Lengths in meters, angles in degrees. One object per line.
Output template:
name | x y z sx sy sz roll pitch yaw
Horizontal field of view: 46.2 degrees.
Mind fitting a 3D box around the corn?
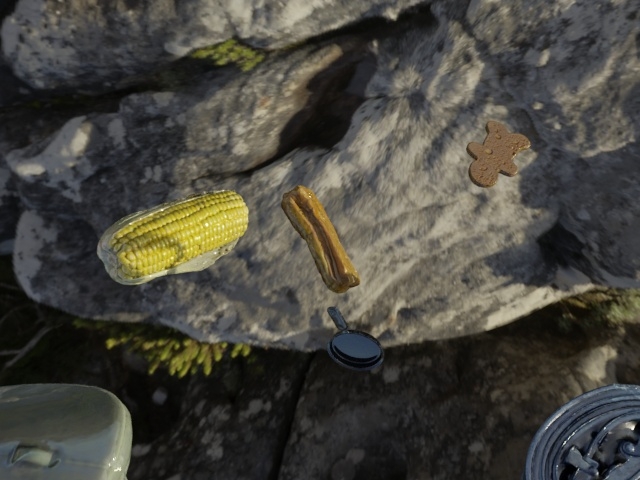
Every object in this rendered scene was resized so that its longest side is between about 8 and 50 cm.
corn | -0.264 -0.012 1.397 0.123 0.305 0.122 36 131 32

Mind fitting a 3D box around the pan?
pan | 0.066 0.219 1.715 0.136 0.028 0.235 -6 134 22

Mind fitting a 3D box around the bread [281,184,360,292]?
bread | 0.001 -0.001 1.772 0.077 0.139 0.271 -32 80 12

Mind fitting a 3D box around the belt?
belt | 0.277 0.217 0.703 0.190 0.082 0.141 -28 55 -16

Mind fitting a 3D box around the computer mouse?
computer mouse | -0.330 0.224 0.730 0.330 0.197 0.095 -11 136 26

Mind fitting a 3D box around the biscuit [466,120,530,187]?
biscuit | 0.422 -0.203 1.837 0.138 0.031 0.205 29 58 8
